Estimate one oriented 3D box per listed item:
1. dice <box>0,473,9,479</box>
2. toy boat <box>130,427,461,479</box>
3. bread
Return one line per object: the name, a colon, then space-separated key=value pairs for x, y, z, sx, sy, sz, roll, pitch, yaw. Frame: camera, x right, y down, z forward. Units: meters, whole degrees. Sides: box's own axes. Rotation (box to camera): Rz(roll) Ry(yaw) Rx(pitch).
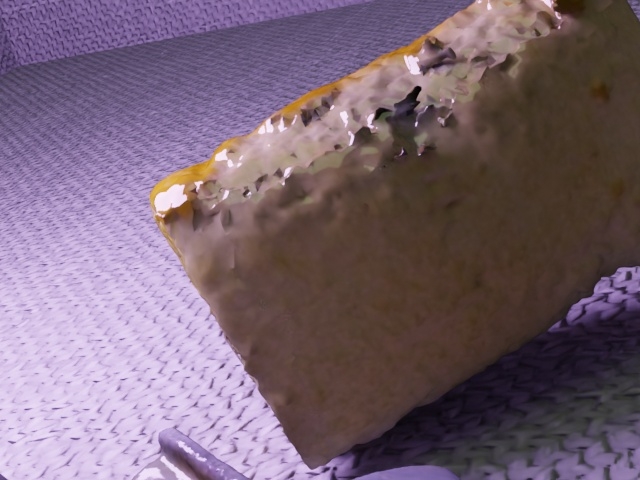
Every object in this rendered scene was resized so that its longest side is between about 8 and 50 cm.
dice: x=-0.238 y=0.197 z=0.352 sx=0.270 sy=0.270 sz=0.271 roll=-7 pitch=44 yaw=39
toy boat: x=-0.073 y=0.210 z=0.562 sx=0.293 sy=0.111 sz=0.276 roll=-12 pitch=19 yaw=44
bread: x=0.085 y=-0.031 z=0.755 sx=0.375 sy=0.236 sz=0.165 roll=-29 pitch=11 yaw=-9
